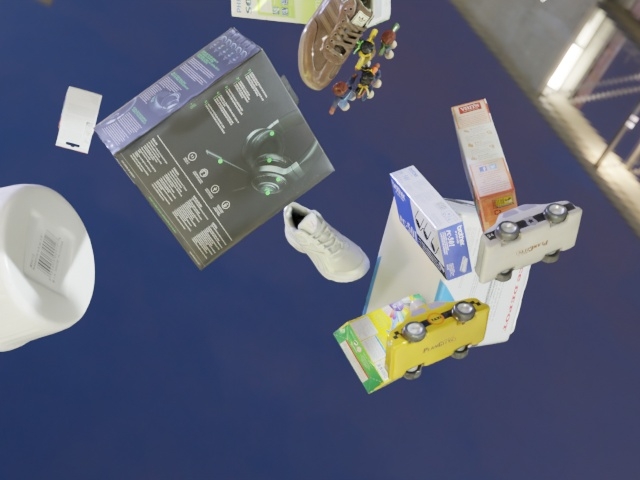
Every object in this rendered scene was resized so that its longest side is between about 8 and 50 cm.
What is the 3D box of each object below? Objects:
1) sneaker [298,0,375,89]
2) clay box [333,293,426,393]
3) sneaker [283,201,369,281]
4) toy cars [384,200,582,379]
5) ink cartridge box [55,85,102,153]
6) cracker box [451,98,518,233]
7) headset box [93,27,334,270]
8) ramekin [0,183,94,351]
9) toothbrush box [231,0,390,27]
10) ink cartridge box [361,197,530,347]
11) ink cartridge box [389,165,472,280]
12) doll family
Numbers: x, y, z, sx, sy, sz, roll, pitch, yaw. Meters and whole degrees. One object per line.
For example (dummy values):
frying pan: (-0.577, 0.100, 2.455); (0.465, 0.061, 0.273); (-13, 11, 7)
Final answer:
sneaker: (0.029, -0.291, 1.453); (0.066, 0.188, 0.071); (26, 170, -35)
clay box: (0.137, 0.182, 1.986); (0.222, 0.053, 0.127); (-17, -108, -48)
sneaker: (0.000, 0.000, 2.205); (0.232, 0.115, 0.090); (32, -107, 32)
toy cars: (0.239, 0.065, 1.714); (0.176, 0.394, 0.087); (33, -168, -49)
ink cartridge box: (-0.446, -0.219, 2.006); (0.062, 0.029, 0.115); (15, -102, -18)
cracker box: (0.287, -0.108, 1.870); (0.067, 0.156, 0.232); (-15, -133, 6)
headset box: (-0.150, -0.145, 1.648); (0.246, 0.283, 0.131); (56, 173, -35)
ramekin: (-0.498, 0.038, 1.809); (0.277, 0.135, 0.277); (42, -138, -54)
toothbrush box: (-0.019, -0.513, 2.016); (0.283, 0.206, 0.122); (13, -154, 26)
ink cartridge box: (0.279, 0.065, 2.260); (0.166, 0.286, 0.395); (20, -170, 33)
ink cartridge box: (0.172, -0.030, 1.719); (0.046, 0.097, 0.207); (-20, -148, -8)
doll family: (0.077, -0.305, 1.943); (0.076, 0.193, 0.111); (21, 180, 4)
